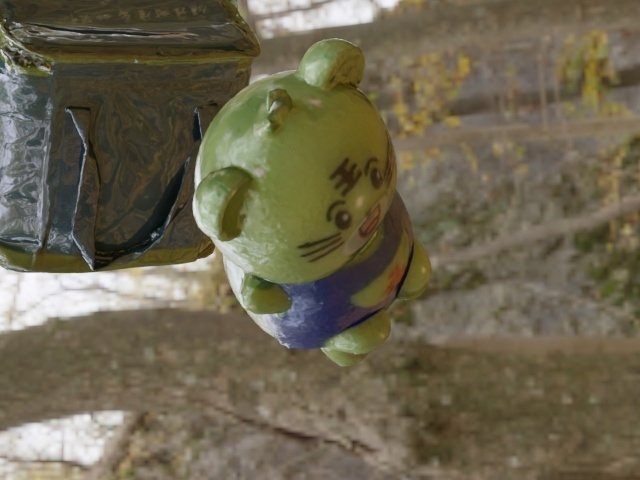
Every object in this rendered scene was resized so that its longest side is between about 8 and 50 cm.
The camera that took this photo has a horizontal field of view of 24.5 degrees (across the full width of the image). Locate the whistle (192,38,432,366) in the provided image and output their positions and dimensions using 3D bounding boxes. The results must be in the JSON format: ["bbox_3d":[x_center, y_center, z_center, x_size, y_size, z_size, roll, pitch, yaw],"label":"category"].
[{"bbox_3d":[0.000,0.000,0.683,0.105,0.085,0.227,-52,-28,-19],"label":"whistle"}]

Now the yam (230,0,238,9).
[{"bbox_3d":[-0.220,-0.246,1.787,0.271,0.202,0.202,160,112,-72],"label":"yam"}]

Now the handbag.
[{"bbox_3d":[-0.205,-0.115,1.368,0.222,0.263,0.241,57,140,47],"label":"handbag"}]
